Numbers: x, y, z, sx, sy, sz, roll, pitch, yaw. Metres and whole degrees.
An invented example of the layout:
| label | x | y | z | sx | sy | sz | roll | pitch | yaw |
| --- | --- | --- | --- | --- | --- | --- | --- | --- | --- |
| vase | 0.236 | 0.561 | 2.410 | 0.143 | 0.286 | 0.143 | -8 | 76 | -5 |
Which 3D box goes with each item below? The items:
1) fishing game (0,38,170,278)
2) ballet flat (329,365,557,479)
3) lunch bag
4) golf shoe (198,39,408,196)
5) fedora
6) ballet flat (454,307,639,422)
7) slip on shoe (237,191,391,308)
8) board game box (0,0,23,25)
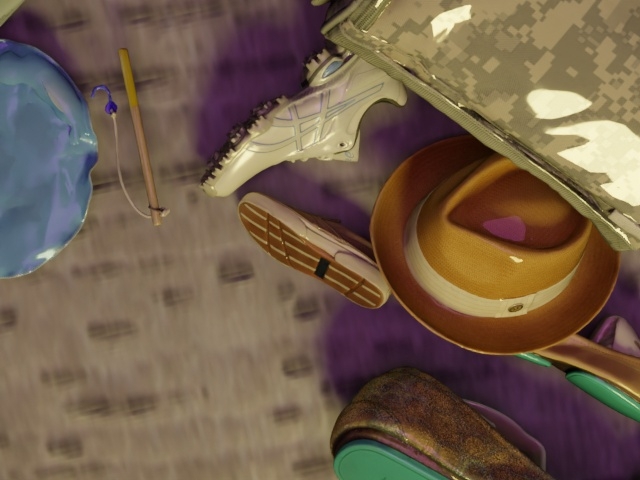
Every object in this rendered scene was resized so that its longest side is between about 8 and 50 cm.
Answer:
| label | x | y | z | sx | sy | sz | roll | pitch | yaw |
| --- | --- | --- | --- | --- | --- | --- | --- | --- | --- |
| fishing game | -0.257 | -0.062 | 1.154 | 0.264 | 0.041 | 0.189 | -16 | 88 | 5 |
| ballet flat | 0.168 | 0.215 | 1.158 | 0.348 | 0.123 | 0.123 | 36 | 94 | -1 |
| lunch bag | 0.172 | -0.165 | 1.032 | 0.305 | 0.212 | 0.256 | 34 | 77 | -14 |
| golf shoe | -0.010 | -0.080 | 1.148 | 0.176 | 0.069 | 0.086 | -42 | 102 | 4 |
| fedora | 0.136 | -0.011 | 1.117 | 0.194 | 0.079 | 0.194 | 4 | 66 | -8 |
| ballet flat | 0.195 | 0.076 | 1.165 | 0.232 | 0.080 | 0.073 | 25 | 83 | -5 |
| slip on shoe | 0.000 | 0.000 | 1.169 | 0.135 | 0.051 | 0.041 | 30 | 54 | 3 |
| board game box | -0.354 | -0.238 | 1.066 | 0.275 | 0.142 | 0.144 | 43 | 93 | 1 |
